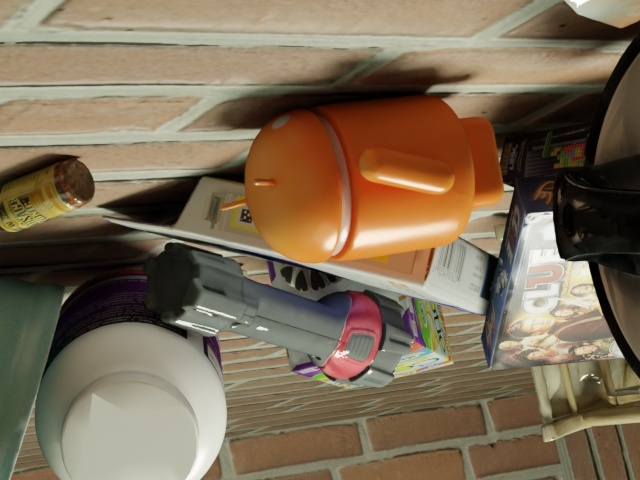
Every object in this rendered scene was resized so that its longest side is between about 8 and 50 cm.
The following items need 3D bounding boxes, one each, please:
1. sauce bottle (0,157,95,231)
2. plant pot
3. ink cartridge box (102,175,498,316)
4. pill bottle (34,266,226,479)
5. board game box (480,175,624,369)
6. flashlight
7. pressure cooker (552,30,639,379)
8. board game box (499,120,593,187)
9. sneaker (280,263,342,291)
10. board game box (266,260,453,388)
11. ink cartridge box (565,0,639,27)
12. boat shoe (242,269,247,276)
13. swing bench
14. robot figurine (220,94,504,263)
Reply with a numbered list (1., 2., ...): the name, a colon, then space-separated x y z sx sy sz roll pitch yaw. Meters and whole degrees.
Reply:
1. sauce bottle: -0.240 -0.029 1.446 0.128 0.042 0.042 -21 167 30
2. plant pot: -0.378 0.157 1.714 0.196 0.293 0.293 17 163 -9
3. ink cartridge box: 0.000 0.000 1.687 0.307 0.072 0.303 15 179 19
4. pill bottle: -0.184 0.146 1.764 0.181 0.181 0.323 -12 -166 -2
5. board game box: 0.244 0.029 1.644 0.165 0.042 0.243 -5 143 -7
6. flashlight: -0.043 0.071 1.782 0.304 0.103 0.103 20 139 -42
7. pressure cooker: 0.398 -0.028 1.356 0.420 0.375 0.370 -5 141 -35
8. board game box: 0.273 -0.057 1.664 0.170 0.048 0.141 19 165 -30
9. sneaker: 0.034 0.009 1.894 0.170 0.068 0.071 -18 174 24
10. board game box: 0.051 0.079 2.061 0.144 0.142 0.275 -15 169 11
11. ink cartridge box: 0.211 -0.188 1.147 0.145 0.045 0.179 -20 169 33
12. boat shoe: -0.144 0.064 2.019 0.135 0.045 0.050 -14 169 10
13. swing bench: 0.358 0.075 2.032 0.255 0.253 0.165 -14 178 39
14. robot figurine: 0.035 -0.050 1.433 0.219 0.158 0.128 -8 125 -22
